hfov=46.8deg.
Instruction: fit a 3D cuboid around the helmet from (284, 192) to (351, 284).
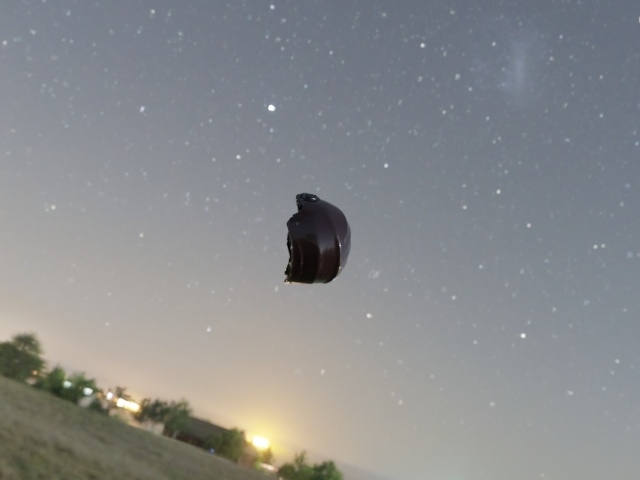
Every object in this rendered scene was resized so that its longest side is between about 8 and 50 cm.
[{"bbox_3d":[0.000,0.000,0.833,0.070,0.123,0.098,9,-61,6],"label":"helmet"}]
